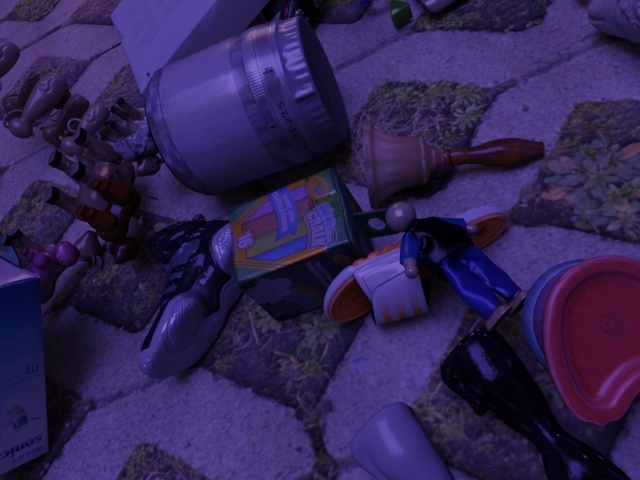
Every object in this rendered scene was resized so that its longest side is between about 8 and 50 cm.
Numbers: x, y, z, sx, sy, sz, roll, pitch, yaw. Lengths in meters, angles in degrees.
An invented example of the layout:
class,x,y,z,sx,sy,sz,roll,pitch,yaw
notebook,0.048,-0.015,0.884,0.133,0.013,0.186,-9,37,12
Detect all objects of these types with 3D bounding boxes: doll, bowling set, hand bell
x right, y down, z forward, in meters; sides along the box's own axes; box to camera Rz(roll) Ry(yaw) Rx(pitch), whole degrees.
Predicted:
class,x,y,z,sx,sy,sz,roll,pitch,yaw
doll,0.144,0.018,0.681,0.129,0.046,0.189,-25,58,-32
bowling set,-0.592,-0.274,1.282,0.287,0.200,0.154,35,83,-6
hand bell,0.186,-0.117,0.833,0.242,0.126,0.126,-5,59,10

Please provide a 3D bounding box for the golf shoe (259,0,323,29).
class,x,y,z,sx,sy,sz,roll,pitch,yaw
golf shoe,-0.034,-0.534,1.131,0.120,0.105,0.272,27,95,29

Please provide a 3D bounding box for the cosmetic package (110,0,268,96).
class,x,y,z,sx,sy,sz,roll,pitch,yaw
cosmetic package,-0.247,-0.489,1.181,0.377,0.097,0.284,-42,53,21

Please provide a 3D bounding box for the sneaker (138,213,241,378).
class,x,y,z,sx,sy,sz,roll,pitch,yaw
sneaker,-0.212,0.072,0.904,0.153,0.101,0.268,16,63,33

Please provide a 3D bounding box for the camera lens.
class,x,y,z,sx,sy,sz,roll,pitch,yaw
camera lens,-0.118,-0.208,0.948,0.274,0.219,0.219,-18,55,15

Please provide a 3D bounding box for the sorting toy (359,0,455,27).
class,x,y,z,sx,sy,sz,roll,pitch,yaw
sorting toy,0.232,-0.502,1.067,0.348,0.047,0.196,-31,57,7

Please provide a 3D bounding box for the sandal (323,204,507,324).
class,x,y,z,sx,sy,sz,roll,pitch,yaw
sandal,0.127,0.045,0.750,0.265,0.102,0.076,-29,52,5

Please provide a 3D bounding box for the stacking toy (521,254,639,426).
class,x,y,z,sx,sy,sz,roll,pitch,yaw
stacking toy,0.373,0.116,0.591,0.309,0.130,0.279,-19,82,2

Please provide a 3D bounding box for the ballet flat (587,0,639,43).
class,x,y,z,sx,sy,sz,roll,pitch,yaw
ballet flat,0.440,-0.376,0.856,0.147,0.147,0.408,-14,53,18

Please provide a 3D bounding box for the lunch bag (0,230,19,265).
class,x,y,z,sx,sy,sz,roll,pitch,yaw
lunch bag,-0.680,0.094,1.084,0.223,0.160,0.262,-41,41,3

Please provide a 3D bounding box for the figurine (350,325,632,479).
class,x,y,z,sx,sy,sz,roll,pitch,yaw
figurine,0.171,0.235,0.627,0.215,0.092,0.209,-40,56,0

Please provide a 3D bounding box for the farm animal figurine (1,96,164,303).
class,x,y,z,sx,sy,sz,roll,pitch,yaw
farm animal figurine,-0.381,-0.037,1.009,0.330,0.172,0.326,-22,51,29

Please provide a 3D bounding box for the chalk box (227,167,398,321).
class,x,y,z,sx,sy,sz,roll,pitch,yaw
chalk box,0.000,0.000,0.820,0.213,0.132,0.132,-21,54,12

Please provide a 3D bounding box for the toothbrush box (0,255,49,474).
class,x,y,z,sx,sy,sz,roll,pitch,yaw
toothbrush box,-0.518,0.171,0.876,0.216,0.126,0.295,17,110,34
